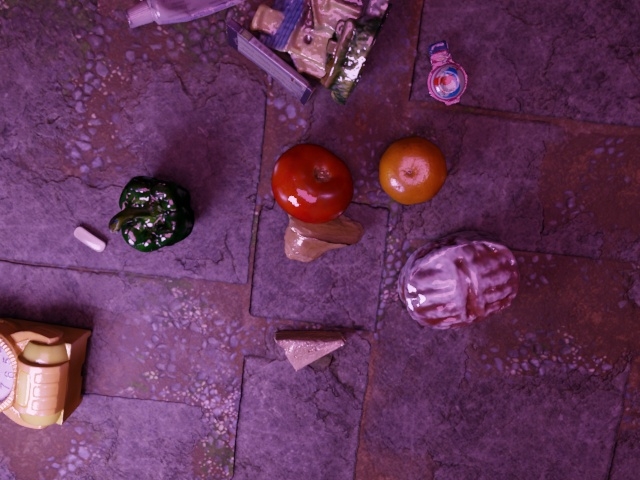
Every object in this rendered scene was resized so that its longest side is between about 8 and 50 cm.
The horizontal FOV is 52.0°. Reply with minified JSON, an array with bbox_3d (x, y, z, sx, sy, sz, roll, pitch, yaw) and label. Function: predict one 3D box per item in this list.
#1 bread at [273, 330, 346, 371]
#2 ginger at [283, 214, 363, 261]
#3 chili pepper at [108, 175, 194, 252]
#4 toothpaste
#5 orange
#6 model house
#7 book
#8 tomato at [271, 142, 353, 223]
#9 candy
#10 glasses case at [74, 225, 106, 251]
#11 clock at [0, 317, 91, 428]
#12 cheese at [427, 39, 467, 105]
[{"bbox_3d":[-0.026,0.244,1.639,0.152,0.077,0.105,-31,101,5],"label":"bread"},{"bbox_3d":[0.004,-0.001,1.587,0.193,0.115,0.122,10,123,-9],"label":"ginger"},{"bbox_3d":[-0.379,-0.055,1.489,0.165,0.261,0.173,8,97,4],"label":"chili pepper"},{"bbox_3d":[-0.307,-0.550,1.488,0.282,0.068,0.099,-22,128,-1],"label":"toothpaste"},{"bbox_3d":[0.213,-0.162,1.520,0.159,0.136,0.159,2,98,13],"label":"orange"},{"bbox_3d":[0.007,-0.492,1.395,0.266,0.261,0.321,25,96,-2],"label":"model house"},{"bbox_3d":[-0.112,-0.395,1.466,0.231,0.157,0.026,38,86,-7],"label":"book"},{"bbox_3d":[-0.021,-0.128,1.514,0.195,0.136,0.195,10,63,-20],"label":"tomato"},{"bbox_3d":[0.330,0.097,1.564,0.290,0.157,0.214,-20,105,5],"label":"candy"},{"bbox_3d":[-0.568,-0.003,1.620,0.083,0.021,0.032,35,101,-6],"label":"glasses case"},{"bbox_3d":[-0.752,0.309,1.610,0.317,0.200,0.244,11,98,7],"label":"clock"},{"bbox_3d":[0.290,-0.387,1.522,0.095,0.038,0.145,-18,102,4],"label":"cheese"}]
